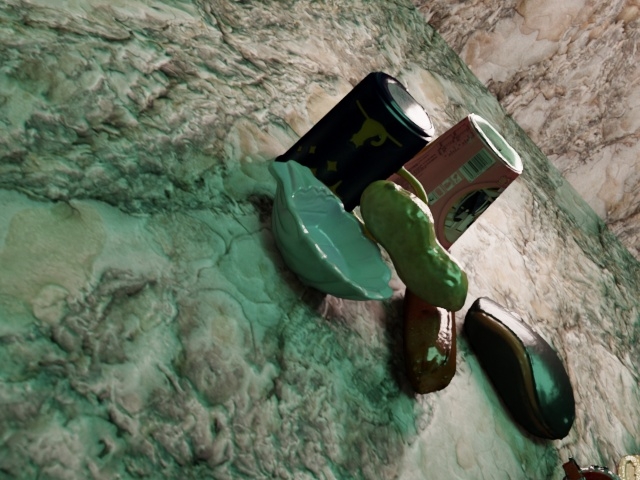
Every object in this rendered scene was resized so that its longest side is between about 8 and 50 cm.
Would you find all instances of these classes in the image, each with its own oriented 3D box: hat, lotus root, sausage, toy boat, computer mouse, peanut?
[{"bbox_3d":[0.493,0.469,1.740,0.140,0.129,0.227,41,2,27],"label":"hat"},{"bbox_3d":[0.686,0.512,1.999,0.159,0.095,0.135,6,22,3],"label":"lotus root"},{"bbox_3d":[0.188,0.146,1.686,0.102,0.102,0.330,40,26,-18],"label":"sausage"},{"bbox_3d":[0.000,0.000,1.587,0.199,0.100,0.290,8,47,-56],"label":"toy boat"},{"bbox_3d":[0.397,0.236,1.886,0.183,0.116,0.323,22,35,-53],"label":"computer mouse"},{"bbox_3d":[0.159,0.010,1.643,0.263,0.101,0.117,59,-14,6],"label":"peanut"}]

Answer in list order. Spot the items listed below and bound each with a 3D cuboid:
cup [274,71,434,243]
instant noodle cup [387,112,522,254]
[{"bbox_3d":[0.094,-0.142,1.764,0.255,0.256,0.178,39,26,-23],"label":"cup"},{"bbox_3d":[0.283,-0.126,2.059,0.244,0.255,0.244,39,23,-20],"label":"instant noodle cup"}]
